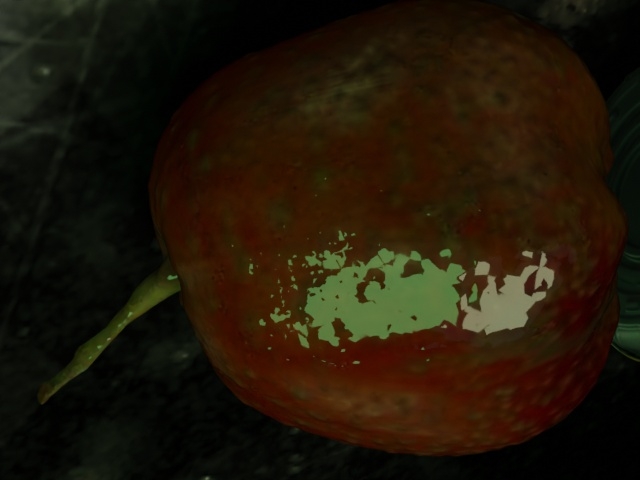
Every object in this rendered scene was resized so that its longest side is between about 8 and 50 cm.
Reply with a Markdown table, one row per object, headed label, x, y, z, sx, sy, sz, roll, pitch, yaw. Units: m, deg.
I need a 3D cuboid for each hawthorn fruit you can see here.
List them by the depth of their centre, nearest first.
| label | x | y | z | sx | sy | sz | roll | pitch | yaw |
| --- | --- | --- | --- | --- | --- | --- | --- | --- | --- |
| hawthorn fruit | 0.000 | 0.000 | 0.633 | 0.203 | 0.163 | 0.163 | -6 | 135 | -8 |

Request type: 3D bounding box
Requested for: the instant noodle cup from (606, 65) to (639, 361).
| label | x | y | z | sx | sy | sz | roll | pitch | yaw |
| --- | --- | --- | --- | --- | --- | --- | --- | --- | --- |
| instant noodle cup | 0.177 | -0.006 | 0.737 | 0.125 | 0.208 | 0.177 | 14 | 156 | -26 |
